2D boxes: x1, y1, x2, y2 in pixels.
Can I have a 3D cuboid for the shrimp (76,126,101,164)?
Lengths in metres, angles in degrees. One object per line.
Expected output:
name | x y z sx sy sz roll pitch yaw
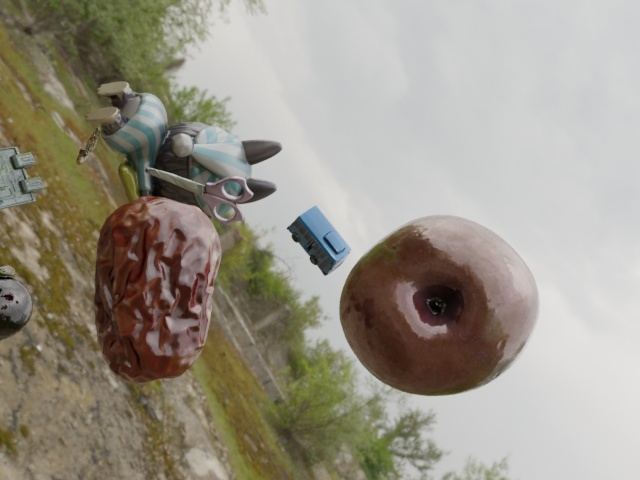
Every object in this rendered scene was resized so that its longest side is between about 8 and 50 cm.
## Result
shrimp | -0.613 -0.247 1.515 0.023 0.114 0.083 30 3 -13

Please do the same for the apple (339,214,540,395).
apple | 0.183 0.097 0.894 0.305 0.306 0.235 57 1 16

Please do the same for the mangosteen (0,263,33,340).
mangosteen | -0.894 0.150 1.552 0.211 0.211 0.250 105 -22 -78

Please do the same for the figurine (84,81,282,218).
figurine | -0.279 -0.222 1.357 0.361 0.378 0.266 68 13 -47

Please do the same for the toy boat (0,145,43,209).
toy boat | -0.808 -0.124 1.301 0.092 0.319 0.141 -14 -84 46

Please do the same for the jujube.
jujube | -0.204 0.062 0.726 0.155 0.155 0.230 114 -25 -80

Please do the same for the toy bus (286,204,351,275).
toy bus | 0.000 0.000 1.666 0.184 0.090 0.106 51 -37 4

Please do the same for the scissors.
scissors | -0.242 -0.103 1.132 0.212 0.110 0.021 21 25 -5
